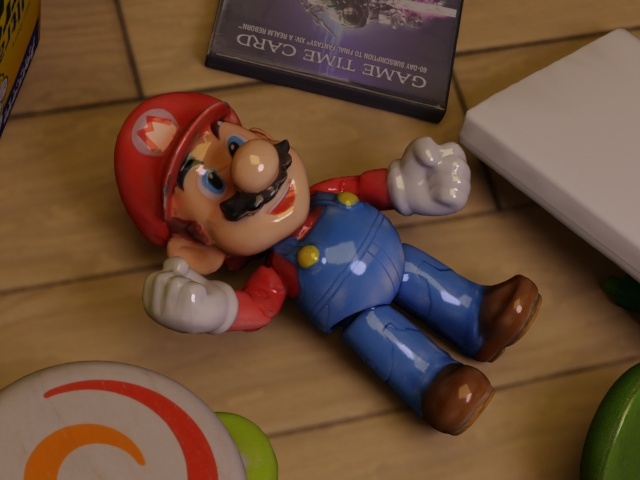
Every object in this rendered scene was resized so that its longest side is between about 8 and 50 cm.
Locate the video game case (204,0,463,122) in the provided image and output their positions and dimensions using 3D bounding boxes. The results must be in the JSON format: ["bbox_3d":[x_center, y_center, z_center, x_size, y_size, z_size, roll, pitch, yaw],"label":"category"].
[{"bbox_3d":[0.026,-0.239,1.326,0.196,0.026,0.274,13,64,-5],"label":"video game case"}]

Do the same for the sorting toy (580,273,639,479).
[{"bbox_3d":[0.170,0.145,1.145,0.126,0.127,0.365,20,55,32],"label":"sorting toy"}]

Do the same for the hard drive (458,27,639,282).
[{"bbox_3d":[0.283,-0.036,1.206,0.203,0.040,0.307,-30,58,-36],"label":"hard drive"}]

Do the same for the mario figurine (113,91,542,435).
[{"bbox_3d":[0.000,0.000,1.118,0.320,0.170,0.198,32,28,-3],"label":"mario figurine"}]

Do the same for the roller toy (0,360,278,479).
[{"bbox_3d":[-0.147,0.187,1.017,0.209,0.146,0.191,16,53,3],"label":"roller toy"}]

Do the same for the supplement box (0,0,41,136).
[{"bbox_3d":[-0.300,-0.180,1.044,0.195,0.356,0.194,18,63,-3],"label":"supplement box"}]
